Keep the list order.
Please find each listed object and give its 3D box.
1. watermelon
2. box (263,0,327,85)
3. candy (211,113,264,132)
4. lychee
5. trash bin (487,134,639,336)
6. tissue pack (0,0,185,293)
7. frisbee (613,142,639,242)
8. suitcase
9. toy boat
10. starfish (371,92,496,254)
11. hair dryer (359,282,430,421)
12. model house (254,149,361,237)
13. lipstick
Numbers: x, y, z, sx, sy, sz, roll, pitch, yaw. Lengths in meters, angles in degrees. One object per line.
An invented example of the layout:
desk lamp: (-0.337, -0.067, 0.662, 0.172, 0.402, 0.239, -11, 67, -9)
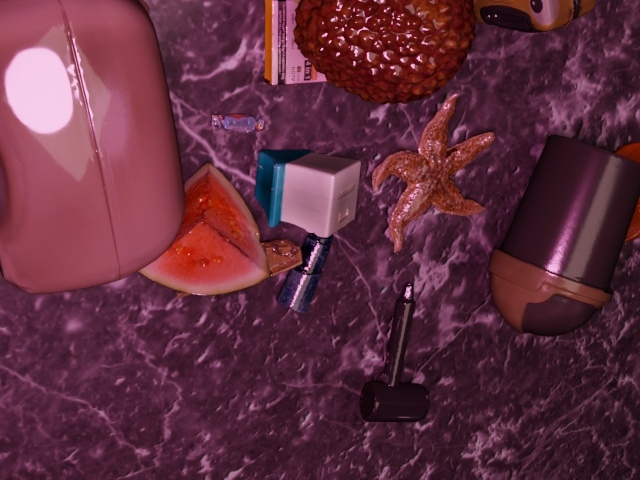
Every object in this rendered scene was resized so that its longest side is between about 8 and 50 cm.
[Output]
watermelon: (-0.168, -0.017, 1.531, 0.193, 0.145, 0.137, 3, 132, -7)
box: (0.034, -0.304, 1.564, 0.247, 0.033, 0.129, -8, 111, -23)
candy: (-0.123, -0.172, 1.546, 0.083, 0.020, 0.030, 2, 108, -28)
lychee: (0.086, -0.299, 1.438, 0.271, 0.236, 0.236, -5, 111, -36)
trash bin: (0.411, 0.007, 1.763, 0.214, 0.214, 0.333, 20, 94, -30)
tissue pack: (-0.314, -0.143, 1.321, 0.277, 0.267, 0.387, -16, 114, -16)
frisbee: (0.571, -0.083, 1.905, 0.192, 0.035, 0.192, -9, 114, -23)
suitcase: (0.313, -0.433, 1.557, 0.143, 0.194, 0.235, -27, 119, -26)
toy boat: (-0.127, 0.045, 1.596, 0.206, 0.072, 0.064, -16, 114, -20)
starfish: (0.190, -0.104, 1.699, 0.236, 0.062, 0.277, 12, 101, -30)
hair dryer: (0.143, 0.193, 1.797, 0.114, 0.070, 0.248, 7, 97, -26)
model house: (-0.029, -0.077, 1.570, 0.127, 0.149, 0.100, -33, 134, -63)
lipstick: (0.000, 0.000, 1.659, 0.053, 0.053, 0.234, 22, 94, -30)
